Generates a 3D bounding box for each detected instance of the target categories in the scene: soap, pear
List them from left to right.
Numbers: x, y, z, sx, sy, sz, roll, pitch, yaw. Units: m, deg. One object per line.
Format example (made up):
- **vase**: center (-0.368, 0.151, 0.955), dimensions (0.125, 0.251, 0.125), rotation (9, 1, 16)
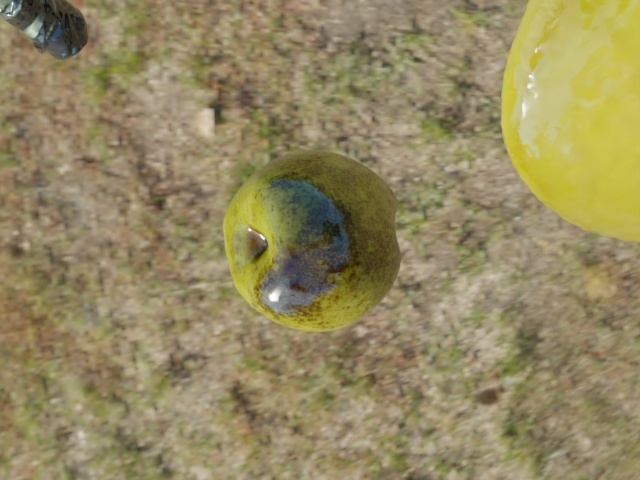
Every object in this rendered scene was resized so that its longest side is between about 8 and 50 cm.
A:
- **pear**: center (0.000, 0.000, 1.588), dimensions (0.197, 0.197, 0.197), rotation (3, 96, 32)
- **soap**: center (0.286, -0.175, 0.890), dimensions (0.427, 0.306, 0.115), rotation (-56, 44, 22)

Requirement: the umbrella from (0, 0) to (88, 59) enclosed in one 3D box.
- **umbrella**: center (-0.226, -0.174, 0.978), dimensions (0.046, 0.188, 0.050), rotation (14, 78, 35)
